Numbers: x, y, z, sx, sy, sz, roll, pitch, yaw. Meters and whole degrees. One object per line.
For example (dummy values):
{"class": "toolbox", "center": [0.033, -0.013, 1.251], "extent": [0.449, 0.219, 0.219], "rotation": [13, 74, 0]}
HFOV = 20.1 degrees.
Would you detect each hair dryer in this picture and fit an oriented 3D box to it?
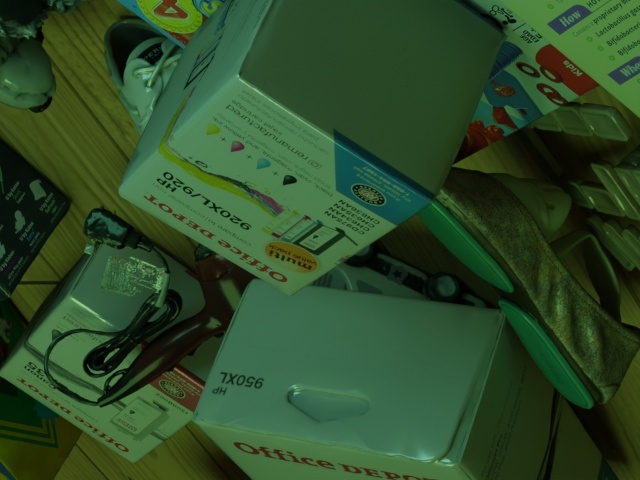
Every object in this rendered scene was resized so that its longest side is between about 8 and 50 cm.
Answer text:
{"class": "hair dryer", "center": [-0.127, 0.085, 1.889], "extent": [0.294, 0.080, 0.223], "rotation": [15, 116, -3]}

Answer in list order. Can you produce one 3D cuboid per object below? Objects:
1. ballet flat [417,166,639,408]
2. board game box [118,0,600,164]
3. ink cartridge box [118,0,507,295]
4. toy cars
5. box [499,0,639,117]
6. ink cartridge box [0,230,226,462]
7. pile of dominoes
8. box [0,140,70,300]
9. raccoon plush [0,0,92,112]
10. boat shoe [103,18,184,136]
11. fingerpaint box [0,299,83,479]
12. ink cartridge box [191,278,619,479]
{"class": "ballet flat", "center": [0.180, 0.013, 1.538], "extent": [0.316, 0.106, 0.107], "rotation": [50, 169, -36]}
{"class": "board game box", "center": [0.037, -0.192, 1.423], "extent": [0.308, 0.086, 0.302], "rotation": [35, 148, -18]}
{"class": "ink cartridge box", "center": [-0.012, -0.095, 1.354], "extent": [0.171, 0.168, 0.233], "rotation": [32, 150, -14]}
{"class": "toy cars", "center": [0.000, 0.000, 1.742], "extent": [0.176, 0.087, 0.393], "rotation": [-10, 131, 45]}
{"class": "box", "center": [0.219, -0.229, 1.225], "extent": [0.243, 0.117, 0.213], "rotation": [37, 147, -14]}
{"class": "ink cartridge box", "center": [-0.220, 0.124, 2.058], "extent": [0.207, 0.117, 0.283], "rotation": [35, 147, -9]}
{"class": "pile of dominoes", "center": [0.250, -0.045, 1.444], "extent": [0.196, 0.040, 0.251], "rotation": [51, 172, -16]}
{"class": "box", "center": [-0.436, -0.057, 1.949], "extent": [0.270, 0.143, 0.165], "rotation": [43, 143, -20]}
{"class": "raccoon plush", "center": [-0.350, -0.312, 1.571], "extent": [0.299, 0.216, 0.446], "rotation": [-10, 103, 63]}
{"class": "boat shoe", "center": [-0.130, -0.136, 1.577], "extent": [0.088, 0.096, 0.267], "rotation": [60, 176, -27]}
{"class": "fingerpaint box", "center": [-0.577, 0.150, 2.329], "extent": [0.445, 0.163, 0.371], "rotation": [5, 140, 34]}
{"class": "ink cartridge box", "center": [0.099, 0.213, 1.776], "extent": [0.286, 0.166, 0.395], "rotation": [6, 152, 31]}
